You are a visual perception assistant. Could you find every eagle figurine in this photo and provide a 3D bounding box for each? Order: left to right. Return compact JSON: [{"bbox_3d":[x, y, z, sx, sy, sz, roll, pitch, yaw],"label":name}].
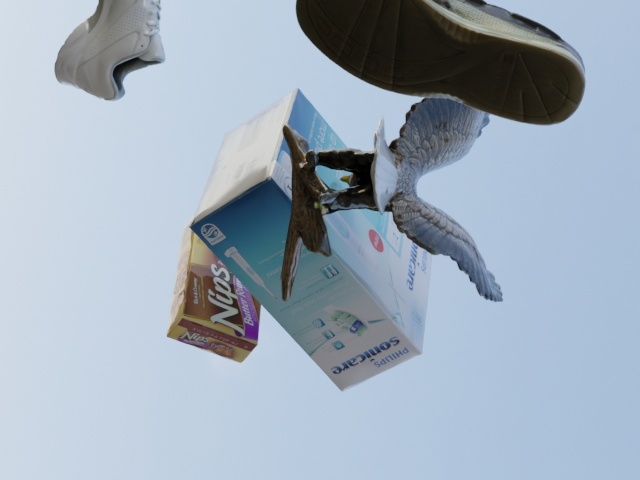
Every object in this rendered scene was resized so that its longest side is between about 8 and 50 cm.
[{"bbox_3d":[0.100,-0.059,1.427,0.225,0.298,0.226,-116,-143,-46],"label":"eagle figurine"}]

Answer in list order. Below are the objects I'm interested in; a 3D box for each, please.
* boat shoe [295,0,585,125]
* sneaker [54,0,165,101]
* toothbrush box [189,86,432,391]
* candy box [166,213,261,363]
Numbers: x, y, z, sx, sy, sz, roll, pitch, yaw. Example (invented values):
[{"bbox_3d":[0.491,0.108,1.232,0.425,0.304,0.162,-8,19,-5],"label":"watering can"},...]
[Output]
[{"bbox_3d":[0.092,-0.149,0.961,0.224,0.073,0.080,20,-63,8],"label":"boat shoe"},{"bbox_3d":[-0.231,-0.275,1.617,0.115,0.090,0.232,31,-88,9],"label":"sneaker"},{"bbox_3d":[0.000,0.000,1.546,0.126,0.216,0.295,-28,-65,26],"label":"toothbrush box"},{"bbox_3d":[-0.133,0.059,1.672,0.053,0.109,0.186,-49,-153,40],"label":"candy box"}]
